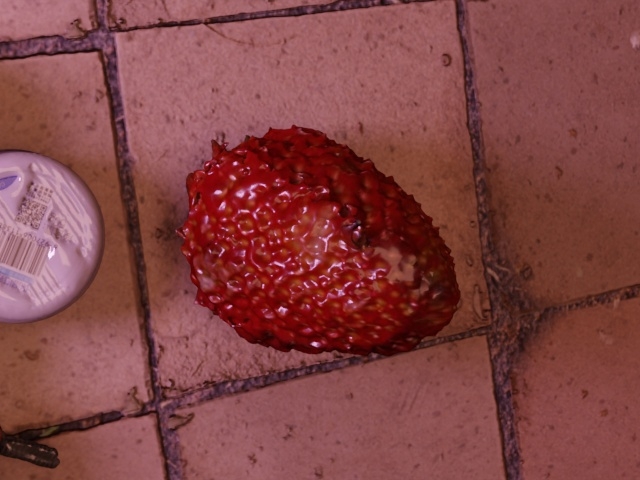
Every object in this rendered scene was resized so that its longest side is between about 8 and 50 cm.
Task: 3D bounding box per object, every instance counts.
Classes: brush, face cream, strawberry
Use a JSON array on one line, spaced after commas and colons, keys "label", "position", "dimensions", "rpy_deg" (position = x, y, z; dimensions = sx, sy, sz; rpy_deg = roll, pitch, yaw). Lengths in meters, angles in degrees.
[{"label": "brush", "position": [-0.456, 0.210, 1.601], "dimensions": [0.323, 0.051, 0.070], "rpy_deg": [23, 85, -24]}, {"label": "face cream", "position": [-0.361, -0.005, 1.597], "dimensions": [0.206, 0.111, 0.205], "rpy_deg": [-1, 93, -23]}, {"label": "strawberry", "position": [-0.002, 0.000, 1.633], "dimensions": [0.292, 0.343, 0.292], "rpy_deg": [-5, 98, -42]}]
